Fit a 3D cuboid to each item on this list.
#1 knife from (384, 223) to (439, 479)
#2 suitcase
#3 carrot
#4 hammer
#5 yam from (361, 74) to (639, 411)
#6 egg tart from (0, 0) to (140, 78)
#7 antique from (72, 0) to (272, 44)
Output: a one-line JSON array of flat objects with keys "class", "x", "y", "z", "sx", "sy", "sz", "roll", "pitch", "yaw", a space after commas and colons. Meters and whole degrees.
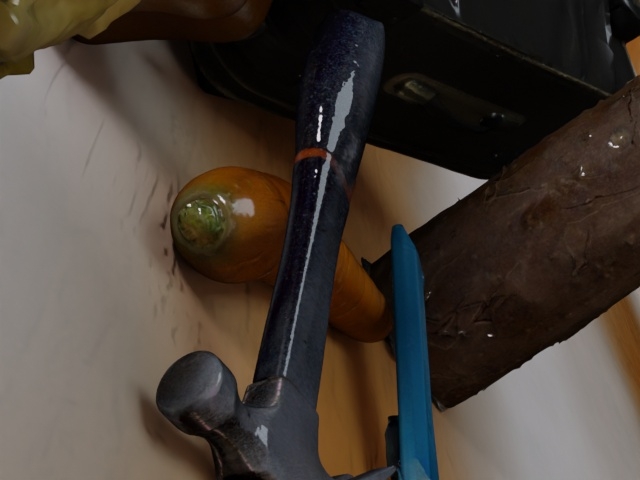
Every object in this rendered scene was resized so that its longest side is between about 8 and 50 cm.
[{"class": "knife", "x": 0.051, "y": 0.086, "z": 0.914, "sx": 0.297, "sy": 0.026, "sz": 0.044, "roll": -90, "pitch": 159, "yaw": -55}, {"class": "suitcase", "x": 0.052, "y": -0.200, "z": 1.129, "sx": 0.434, "sy": 0.194, "sz": 0.283, "roll": 11, "pitch": 58, "yaw": -52}, {"class": "carrot", "x": -0.014, "y": 0.006, "z": 0.881, "sx": 0.066, "sy": 0.062, "sz": 0.271, "roll": 28, "pitch": -1, "yaw": 21}, {"class": "hammer", "x": 0.000, "y": 0.000, "z": 0.765, "sx": 0.137, "sy": 0.037, "sz": 0.290, "roll": 52, "pitch": 36, "yaw": -38}, {"class": "yam", "x": 0.155, "y": -0.003, "z": 1.054, "sx": 0.131, "sy": 0.279, "sz": 0.131, "roll": 42, "pitch": 26, "yaw": -26}, {"class": "egg tart", "x": -0.189, "y": -0.197, "z": 0.435, "sx": 0.388, "sy": 0.169, "sz": 0.388, "roll": 59, "pitch": 15, "yaw": -26}, {"class": "antique", "x": -0.073, "y": -0.233, "z": 0.860, "sx": 0.129, "sy": 0.223, "sz": 0.278, "roll": 56, "pitch": 32, "yaw": -71}]
